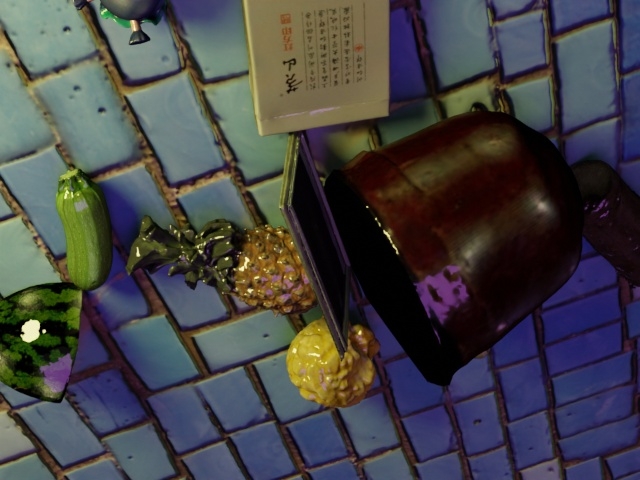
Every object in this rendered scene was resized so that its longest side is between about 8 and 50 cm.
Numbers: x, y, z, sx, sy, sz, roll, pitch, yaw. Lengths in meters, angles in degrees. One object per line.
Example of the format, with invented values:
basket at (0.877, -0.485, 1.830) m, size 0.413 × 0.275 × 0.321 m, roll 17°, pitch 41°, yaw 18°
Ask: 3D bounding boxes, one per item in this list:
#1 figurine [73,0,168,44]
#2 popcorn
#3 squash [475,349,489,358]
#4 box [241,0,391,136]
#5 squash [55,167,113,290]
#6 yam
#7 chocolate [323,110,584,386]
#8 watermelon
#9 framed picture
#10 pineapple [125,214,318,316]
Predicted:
figurine at (-0.229, -0.351, 1.168) m, size 0.111 × 0.102 × 0.195 m, roll 29°, pitch 126°, yaw 5°
popcorn at (0.025, 0.216, 1.669) m, size 0.179 × 0.170 × 0.180 m, roll 3°, pitch 124°, yaw 4°
squash at (0.263, 0.061, 1.633) m, size 0.093 × 0.169 × 0.252 m, roll 11°, pitch 142°, yaw 33°
box at (-0.005, -0.319, 1.286) m, size 0.204 × 0.051 × 0.365 m, roll -11°, pitch 130°, yaw -8°
squash at (-0.357, -0.014, 1.422) m, size 0.077 × 0.068 × 0.219 m, roll -5°, pitch 129°, yaw -6°
yam at (0.525, -0.020, 1.635) m, size 0.131 × 0.131 × 0.279 m, roll -41°, pitch 127°, yaw 17°
chocolate at (0.225, -0.021, 1.432) m, size 0.331 × 0.384 × 0.384 m, roll -28°, pitch 132°, yaw -11°
watermelon at (-0.449, 0.146, 1.503) m, size 0.193 × 0.137 × 0.145 m, roll 36°, pitch 121°, yaw 11°
framed picture at (0.000, 0.000, 1.410) m, size 0.018 × 0.231 × 0.293 m, roll -12°, pitch 125°, yaw 12°
pineapple at (-0.151, 0.040, 1.491) m, size 0.309 × 0.141 × 0.170 m, roll 9°, pitch 150°, yaw -13°
